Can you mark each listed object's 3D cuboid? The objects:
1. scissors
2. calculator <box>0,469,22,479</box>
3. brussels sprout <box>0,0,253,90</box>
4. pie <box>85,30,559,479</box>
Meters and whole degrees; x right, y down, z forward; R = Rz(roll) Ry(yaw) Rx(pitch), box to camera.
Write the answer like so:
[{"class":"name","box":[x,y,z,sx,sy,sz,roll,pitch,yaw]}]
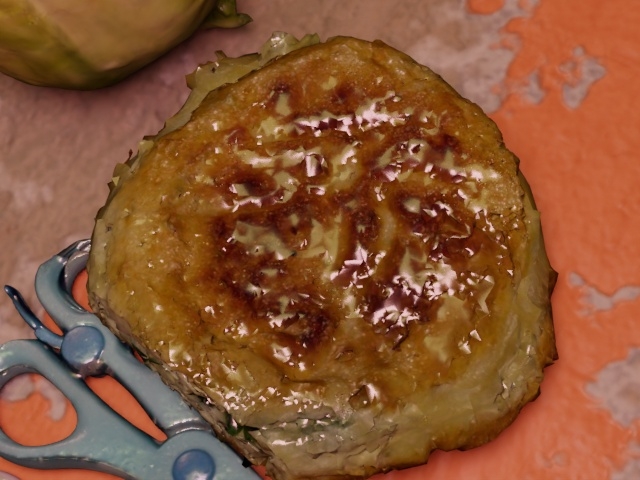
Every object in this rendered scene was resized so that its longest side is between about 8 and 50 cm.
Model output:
[{"class":"scissors","box":[-0.083,0.149,0.958,0.393,0.032,0.180,38,79,22]},{"class":"calculator","box":[-0.272,0.211,0.972,0.166,0.024,0.103,-13,67,2]},{"class":"brussels sprout","box":[-0.181,-0.244,1.021,0.227,0.294,0.259,-29,86,26]},{"class":"pie","box":[0.000,0.000,0.959,0.288,0.103,0.355,-41,67,-16]}]
